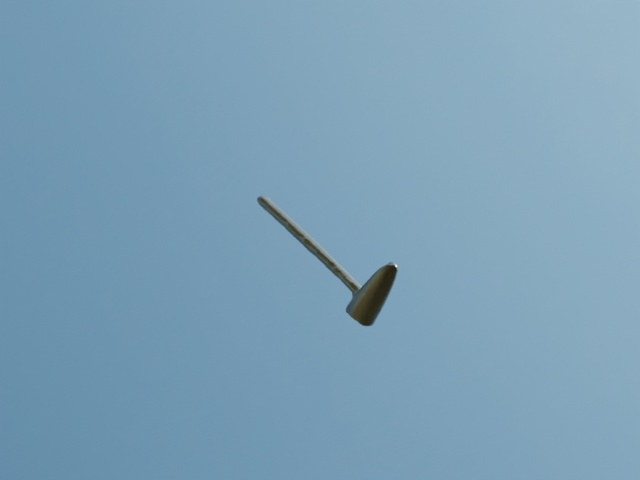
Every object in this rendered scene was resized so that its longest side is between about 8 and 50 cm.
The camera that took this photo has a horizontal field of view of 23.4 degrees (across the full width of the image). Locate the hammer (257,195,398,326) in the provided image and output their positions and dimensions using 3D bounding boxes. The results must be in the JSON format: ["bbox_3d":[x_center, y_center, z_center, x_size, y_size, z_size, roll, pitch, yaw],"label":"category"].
[{"bbox_3d":[0.000,0.000,1.394,0.028,0.195,0.060,10,-66,-45],"label":"hammer"}]
